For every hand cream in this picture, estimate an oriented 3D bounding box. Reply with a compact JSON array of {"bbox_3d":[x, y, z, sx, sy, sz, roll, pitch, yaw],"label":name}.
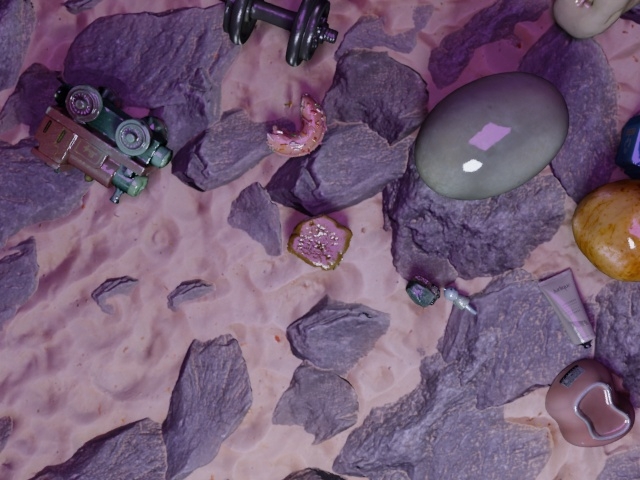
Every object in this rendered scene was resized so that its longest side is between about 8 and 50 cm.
[{"bbox_3d":[0.596,0.169,1.585,0.087,0.054,0.186,-24,84,-3],"label":"hand cream"}]

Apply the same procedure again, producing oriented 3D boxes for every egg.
[{"bbox_3d":[0.376,-0.230,1.477,0.353,0.258,0.258,-22,91,2],"label":"egg"}]

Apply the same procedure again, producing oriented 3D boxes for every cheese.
[{"bbox_3d":[0.668,-0.598,1.522,0.248,0.251,0.173,-34,75,-33],"label":"cheese"}]

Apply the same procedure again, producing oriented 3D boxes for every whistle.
[{"bbox_3d":[0.334,0.143,1.596,0.100,0.035,0.035,38,92,-1],"label":"whistle"}]

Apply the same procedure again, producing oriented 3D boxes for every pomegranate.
[{"bbox_3d":[0.692,-0.022,1.491,0.249,0.248,0.248,0,91,1],"label":"pomegranate"}]

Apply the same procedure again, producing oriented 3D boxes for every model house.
[{"bbox_3d":[0.245,0.123,1.573,0.079,0.083,0.066,41,90,1],"label":"model house"}]

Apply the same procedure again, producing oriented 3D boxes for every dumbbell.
[{"bbox_3d":[-0.097,-0.513,1.516,0.290,0.192,0.192,21,92,1],"label":"dumbbell"}]

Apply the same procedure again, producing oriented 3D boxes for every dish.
[{"bbox_3d":[0.647,0.392,1.565,0.214,0.090,0.213,0,91,2],"label":"dish"}]

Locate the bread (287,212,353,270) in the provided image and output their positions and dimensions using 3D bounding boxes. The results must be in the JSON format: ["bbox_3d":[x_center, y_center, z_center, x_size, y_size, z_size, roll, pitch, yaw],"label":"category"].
[{"bbox_3d":[0.000,0.000,1.584,0.140,0.069,0.127,26,91,0],"label":"bread"}]

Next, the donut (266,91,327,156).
[{"bbox_3d":[-0.045,-0.261,1.581,0.117,0.065,0.166,36,94,1],"label":"donut"}]

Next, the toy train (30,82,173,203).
[{"bbox_3d":[-0.506,-0.228,1.564,0.305,0.150,0.221,33,102,-1],"label":"toy train"}]

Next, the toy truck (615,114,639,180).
[{"bbox_3d":[0.855,-0.152,1.523,0.367,0.146,0.175,41,98,3],"label":"toy truck"}]
